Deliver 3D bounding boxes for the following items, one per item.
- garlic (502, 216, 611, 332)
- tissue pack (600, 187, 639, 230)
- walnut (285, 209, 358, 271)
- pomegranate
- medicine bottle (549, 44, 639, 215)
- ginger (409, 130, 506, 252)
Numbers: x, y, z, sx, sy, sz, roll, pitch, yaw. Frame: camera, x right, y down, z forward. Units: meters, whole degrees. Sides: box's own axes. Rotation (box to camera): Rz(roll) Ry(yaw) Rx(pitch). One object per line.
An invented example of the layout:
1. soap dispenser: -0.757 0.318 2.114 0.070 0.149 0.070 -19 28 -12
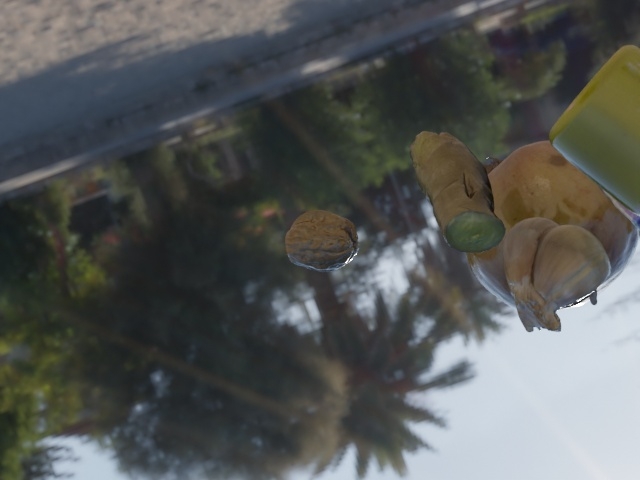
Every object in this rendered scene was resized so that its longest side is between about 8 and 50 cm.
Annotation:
1. garlic: 0.269 0.032 1.455 0.099 0.124 0.174 -21 -175 -21
2. tissue pack: 0.485 -0.098 1.334 0.338 0.242 0.160 -53 -166 14
3. walnut: 0.000 0.000 1.666 0.096 0.082 0.079 5 -159 23
4. pomegranate: 0.404 -0.037 2.328 0.338 0.338 0.338 -20 -175 2
5. medicine bottle: 0.327 -0.072 1.199 0.122 0.212 0.122 -48 173 -8
6. ginger: 0.221 -0.082 2.079 0.109 0.116 0.263 -23 -141 4
